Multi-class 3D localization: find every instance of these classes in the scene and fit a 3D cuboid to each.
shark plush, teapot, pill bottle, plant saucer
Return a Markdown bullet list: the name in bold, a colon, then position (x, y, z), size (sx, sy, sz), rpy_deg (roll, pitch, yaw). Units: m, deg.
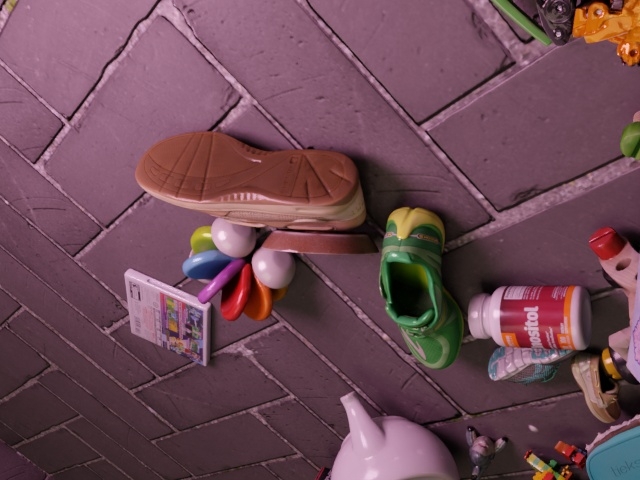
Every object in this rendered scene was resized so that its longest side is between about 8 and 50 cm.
- **shark plush**: position (0.280, 0.403, 1.260), size (0.073, 0.067, 0.161), rpy_deg (22, 138, 10)
- **teapot**: position (0.126, 0.419, 1.289), size (0.252, 0.187, 0.256), rpy_deg (9, 124, -24)
- **pill bottle**: position (0.285, 0.105, 0.948), size (0.151, 0.086, 0.086), rpy_deg (-3, 129, 33)
- **plant saucer**: position (0.000, 0.000, 0.986), size (0.168, 0.168, 0.029), rpy_deg (3, 93, 28)

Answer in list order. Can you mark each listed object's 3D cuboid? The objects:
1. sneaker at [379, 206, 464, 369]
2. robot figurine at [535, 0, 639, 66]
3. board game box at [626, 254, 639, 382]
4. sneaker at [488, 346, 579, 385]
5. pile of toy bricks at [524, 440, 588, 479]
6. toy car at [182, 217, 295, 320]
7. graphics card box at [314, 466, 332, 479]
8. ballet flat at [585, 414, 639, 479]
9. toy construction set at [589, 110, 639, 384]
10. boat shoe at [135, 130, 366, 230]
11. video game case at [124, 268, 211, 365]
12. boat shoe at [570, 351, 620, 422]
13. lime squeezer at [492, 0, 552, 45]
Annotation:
- **sneaker**: position (0.133, 0.090, 0.995), size (0.109, 0.124, 0.296), rpy_deg (4, 133, 27)
- **robot figurine**: position (0.284, -0.284, 0.565), size (0.211, 0.085, 0.291), rpy_deg (12, 135, 21)
- **board game box**: position (0.438, -0.025, 0.571), size (0.318, 0.066, 0.318), rpy_deg (-2, 107, 3)
- **sneaker**: position (0.328, 0.173, 1.023), size (0.076, 0.065, 0.166), rpy_deg (26, 145, -20)
- **pile of toy bricks**: position (0.396, 0.402, 1.184), size (0.105, 0.118, 0.212), rpy_deg (32, 166, 43)
- **toy car**: position (-0.143, 0.058, 1.116), size (0.182, 0.136, 0.159), rpy_deg (39, 139, -9)
- **graphics card box**: position (0.155, 0.638, 1.449), size (0.370, 0.094, 0.233), rpy_deg (10, 104, 15)
- **ballet flat**: position (0.532, 0.253, 0.935), size (0.147, 0.147, 0.409), rpy_deg (34, 142, -4)
- **toy construction set**: position (0.386, 0.027, 0.697), size (0.257, 0.237, 0.309), rpy_deg (-4, 128, 33)
- **boat shoe**: position (-0.103, -0.068, 0.979), size (0.340, 0.122, 0.110), rpy_deg (11, 153, 21)
- **video game case**: position (-0.305, 0.158, 1.399), size (0.183, 0.023, 0.201), rpy_deg (22, 137, 10)
- **boat shoe**: position (0.412, 0.217, 1.012), size (0.045, 0.050, 0.135), rpy_deg (-13, 124, 45)
- **lime squeezer**: position (0.140, -0.318, 0.654), size (0.109, 0.059, 0.311), rpy_deg (-19, 122, 6)
